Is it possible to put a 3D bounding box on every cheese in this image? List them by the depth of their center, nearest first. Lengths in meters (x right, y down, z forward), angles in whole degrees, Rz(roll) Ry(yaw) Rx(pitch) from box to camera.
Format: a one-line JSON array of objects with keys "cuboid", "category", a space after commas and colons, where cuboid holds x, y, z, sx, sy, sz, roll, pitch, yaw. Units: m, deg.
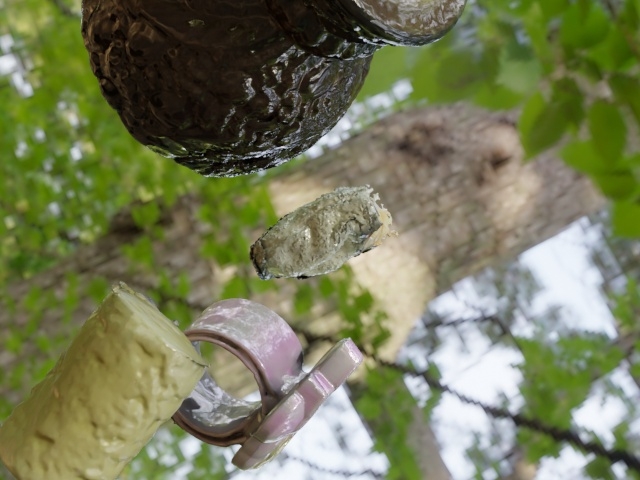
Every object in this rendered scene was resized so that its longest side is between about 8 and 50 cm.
[{"cuboid": [-0.180, 0.128, 1.332, 0.094, 0.167, 0.123, 39, 3, -37], "category": "cheese"}]

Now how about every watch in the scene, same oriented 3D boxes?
[{"cuboid": [-0.105, 0.188, 2.282, 0.217, 0.211, 0.248, 42, -52, 4], "category": "watch"}]

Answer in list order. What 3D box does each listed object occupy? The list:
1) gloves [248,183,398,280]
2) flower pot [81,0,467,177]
[{"cuboid": [-0.002, -0.004, 1.755, 0.070, 0.153, 0.114, 63, 8, 14], "category": "gloves"}, {"cuboid": [-0.030, -0.214, 1.412, 0.267, 0.266, 0.266, -24, -89, 44], "category": "flower pot"}]
